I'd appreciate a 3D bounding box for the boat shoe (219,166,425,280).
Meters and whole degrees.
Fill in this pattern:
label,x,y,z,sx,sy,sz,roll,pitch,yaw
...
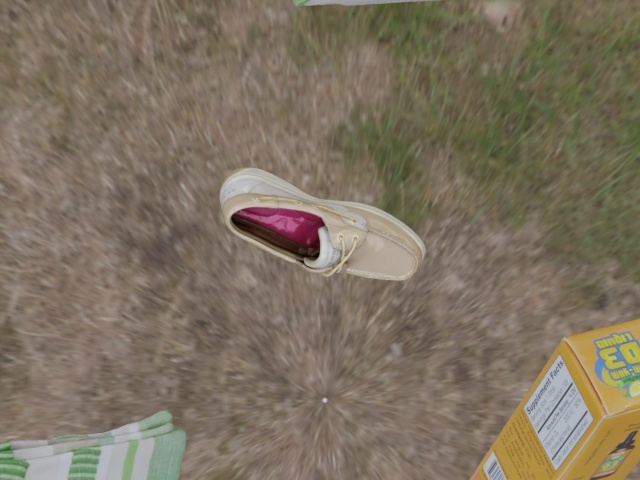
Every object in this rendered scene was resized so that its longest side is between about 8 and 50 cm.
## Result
label,x,y,z,sx,sy,sz,roll,pitch,yaw
boat shoe,0.000,0.000,1.418,0.170,0.059,0.063,19,121,-9

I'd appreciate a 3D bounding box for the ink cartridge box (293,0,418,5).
label,x,y,z,sx,sy,sz,roll,pitch,yaw
ink cartridge box,0.047,-0.307,0.863,0.119,0.207,0.353,-6,84,-23

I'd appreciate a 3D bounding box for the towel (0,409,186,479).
label,x,y,z,sx,sy,sz,roll,pitch,yaw
towel,-0.235,0.264,1.439,0.038,0.325,0.248,19,102,31

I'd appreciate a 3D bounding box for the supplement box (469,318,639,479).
label,x,y,z,sx,sy,sz,roll,pitch,yaw
supplement box,0.195,0.155,1.422,0.078,0.233,0.080,-11,61,-25
